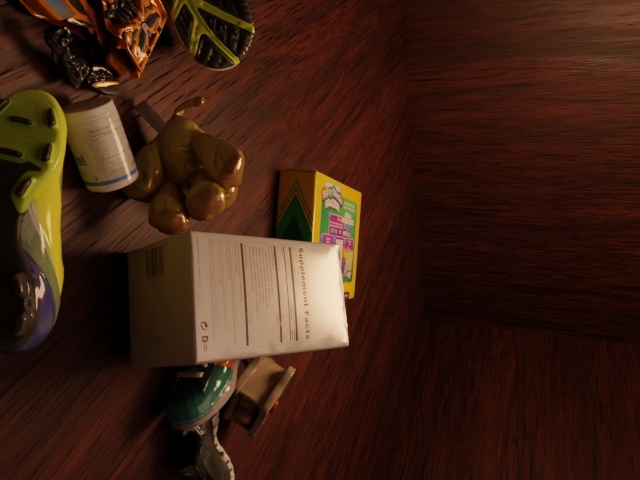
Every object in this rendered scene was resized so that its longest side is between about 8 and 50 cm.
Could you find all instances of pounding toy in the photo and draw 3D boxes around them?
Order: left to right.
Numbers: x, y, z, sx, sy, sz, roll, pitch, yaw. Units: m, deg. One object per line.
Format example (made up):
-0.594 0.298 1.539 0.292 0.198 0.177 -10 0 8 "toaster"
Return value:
-0.152 0.286 1.041 0.154 0.155 0.269 -55 173 -16 "pounding toy"

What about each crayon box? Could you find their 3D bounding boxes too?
0.000 0.000 1.373 0.363 0.106 0.312 10 83 -69 "crayon box"

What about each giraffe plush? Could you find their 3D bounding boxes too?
-0.198 -0.102 0.825 0.210 0.182 0.170 63 2 18 "giraffe plush"

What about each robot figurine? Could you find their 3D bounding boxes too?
-0.286 -0.313 0.619 0.291 0.085 0.210 55 44 -58 "robot figurine"

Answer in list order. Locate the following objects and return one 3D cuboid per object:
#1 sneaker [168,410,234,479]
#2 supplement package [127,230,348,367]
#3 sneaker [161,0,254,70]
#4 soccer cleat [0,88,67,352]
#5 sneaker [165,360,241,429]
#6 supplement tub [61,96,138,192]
-0.218 0.389 0.925 0.106 0.078 0.234 -39 125 -59 "sneaker"
-0.121 0.094 0.815 0.293 0.178 0.175 6 75 -46 "supplement package"
-0.213 -0.437 0.765 0.147 0.145 0.384 -154 -131 -69 "sneaker"
-0.332 -0.022 0.583 0.121 0.094 0.288 146 -53 -78 "soccer cleat"
-0.194 0.181 0.926 0.302 0.108 0.121 -63 140 -50 "sneaker"
-0.284 -0.122 0.674 0.071 0.071 0.107 -57 143 -52 "supplement tub"
